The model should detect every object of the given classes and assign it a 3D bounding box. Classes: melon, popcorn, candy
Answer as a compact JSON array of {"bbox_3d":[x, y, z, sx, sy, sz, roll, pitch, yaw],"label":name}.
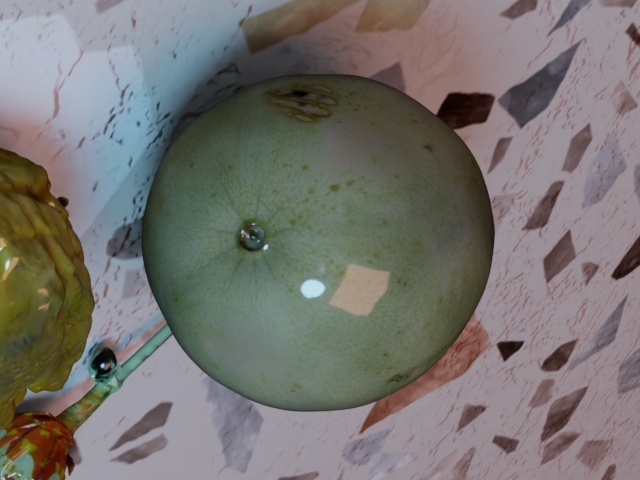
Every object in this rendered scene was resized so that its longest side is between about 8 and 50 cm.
[{"bbox_3d":[0.000,0.000,1.430,0.268,0.268,0.330,-54,166,11],"label":"melon"},{"bbox_3d":[-0.270,0.044,1.266,0.250,0.190,0.250,-30,135,-36],"label":"popcorn"},{"bbox_3d":[-0.175,0.122,1.548,0.288,0.084,0.078,-42,143,-18],"label":"candy"}]
